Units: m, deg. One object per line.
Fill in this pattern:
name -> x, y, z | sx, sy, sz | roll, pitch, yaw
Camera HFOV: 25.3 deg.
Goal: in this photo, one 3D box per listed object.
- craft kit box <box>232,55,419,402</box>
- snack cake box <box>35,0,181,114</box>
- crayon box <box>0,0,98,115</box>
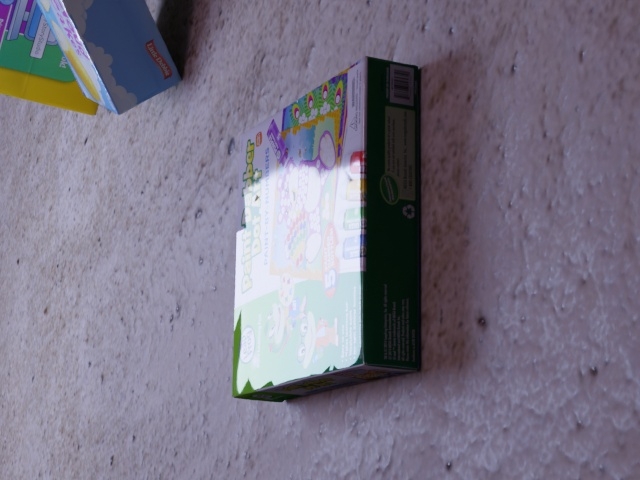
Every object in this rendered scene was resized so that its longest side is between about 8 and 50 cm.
craft kit box -> 0.000, 0.000, 1.205 | 0.247, 0.061, 0.249 | 153, 120, -62
snack cake box -> -0.270, -0.286, 1.625 | 0.152, 0.089, 0.264 | 32, 149, 62
crayon box -> -0.379, -0.361, 1.753 | 0.106, 0.313, 0.363 | -107, 35, -52
